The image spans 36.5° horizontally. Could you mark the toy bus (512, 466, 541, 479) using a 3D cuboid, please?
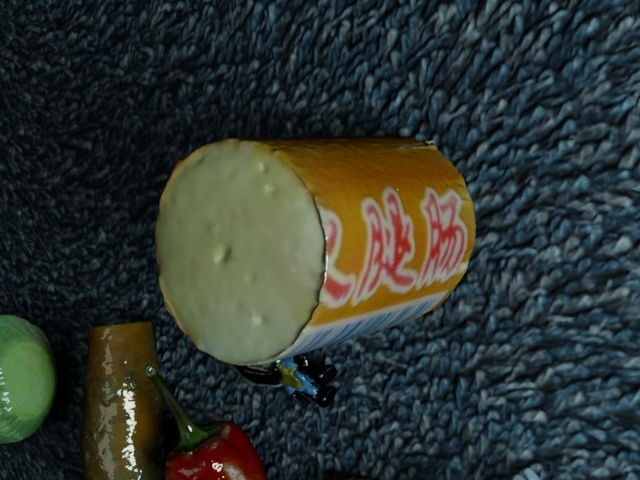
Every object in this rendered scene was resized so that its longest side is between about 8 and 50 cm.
[{"bbox_3d":[0.211,0.396,0.973,0.232,0.197,0.294,-44,68,2],"label":"toy bus"}]

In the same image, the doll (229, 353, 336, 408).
[{"bbox_3d":[-0.067,0.157,1.256,0.195,0.070,0.096,19,123,32],"label":"doll"}]

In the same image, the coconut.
[{"bbox_3d":[-0.541,0.216,1.560,0.236,0.236,0.204,-8,55,39],"label":"coconut"}]

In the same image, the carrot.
[{"bbox_3d":[-0.286,0.271,1.406,0.139,0.139,0.301,-9,88,39],"label":"carrot"}]

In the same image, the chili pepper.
[{"bbox_3d":[-0.143,0.313,1.294,0.134,0.131,0.338,-22,85,63],"label":"chili pepper"}]

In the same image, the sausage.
[{"bbox_3d":[0.000,0.000,1.045,0.233,0.287,0.233,5,99,39],"label":"sausage"}]

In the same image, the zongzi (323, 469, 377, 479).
[{"bbox_3d":[0.027,0.307,1.195,0.083,0.073,0.067,-28,60,36],"label":"zongzi"}]
